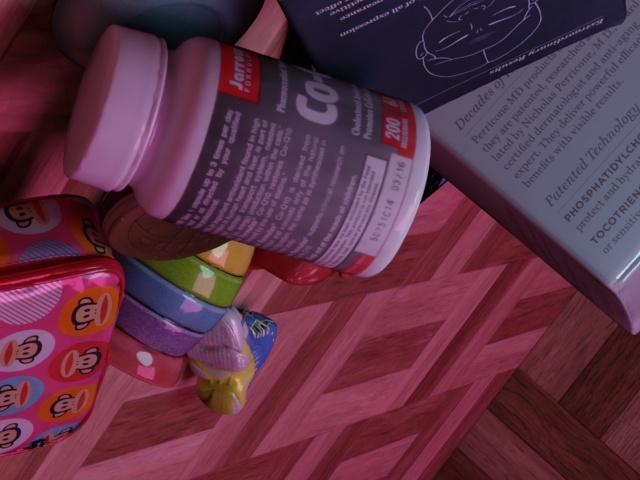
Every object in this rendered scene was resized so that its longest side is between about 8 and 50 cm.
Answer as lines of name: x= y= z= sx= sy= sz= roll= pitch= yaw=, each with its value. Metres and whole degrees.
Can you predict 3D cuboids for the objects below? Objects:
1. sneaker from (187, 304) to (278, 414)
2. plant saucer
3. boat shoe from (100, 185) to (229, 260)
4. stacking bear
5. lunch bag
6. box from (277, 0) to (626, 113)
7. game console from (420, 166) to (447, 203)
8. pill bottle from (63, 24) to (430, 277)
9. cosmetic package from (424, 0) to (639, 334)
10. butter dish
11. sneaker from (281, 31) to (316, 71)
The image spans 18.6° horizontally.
sneaker: x=-0.111 y=0.118 z=2.470 sx=0.126 sy=0.091 sz=0.240 roll=-59 pitch=168 yaw=-30
plant saucer: x=-0.136 y=-0.189 z=1.704 sx=0.195 sy=0.037 sz=0.195 roll=-14 pitch=151 yaw=-8
boat shoe: x=-0.092 y=-0.077 z=1.858 sx=0.342 sy=0.123 sz=0.123 roll=-20 pitch=159 yaw=-44
stacking bear: x=-0.140 y=-0.009 z=2.020 sx=0.289 sy=0.164 sz=0.175 roll=-57 pitch=167 yaw=6
lunch bag: x=-0.328 y=0.093 z=1.815 sx=0.258 sy=0.120 sz=0.293 roll=-10 pitch=143 yaw=-26
box: x=0.091 y=-0.289 z=1.737 sx=0.293 sy=0.212 sz=0.395 roll=-26 pitch=161 yaw=3
game console: x=0.257 y=-0.164 z=2.756 sx=0.361 sy=0.044 sz=0.213 roll=-39 pitch=159 yaw=-23
pill bottle: x=-0.064 y=-0.080 z=1.669 sx=0.161 sy=0.283 sz=0.161 roll=-163 pitch=-90 yaw=-73
cosmetic package: x=0.332 y=-0.149 z=2.401 sx=0.327 sy=0.393 sz=0.329 roll=-48 pitch=161 yaw=-1
butter dish: x=0.000 y=0.000 z=2.393 sx=0.160 sy=0.118 sz=0.160 roll=-54 pitch=161 yaw=19
sneaker: x=0.011 y=-0.228 z=2.069 sx=0.089 sy=0.051 sz=0.170 roll=-32 pitch=153 yaw=-29
